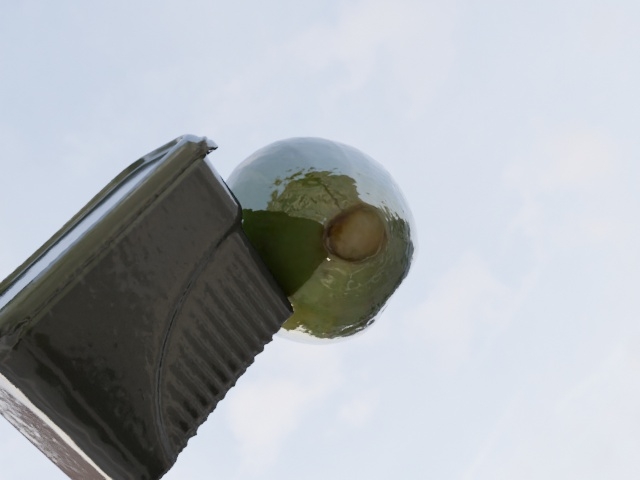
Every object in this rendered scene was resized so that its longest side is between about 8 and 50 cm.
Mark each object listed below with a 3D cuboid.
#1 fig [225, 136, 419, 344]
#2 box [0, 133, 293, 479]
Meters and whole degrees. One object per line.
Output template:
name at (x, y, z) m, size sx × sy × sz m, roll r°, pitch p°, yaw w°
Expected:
fig at (-0.003, 0.008, 0.938) m, size 0.207 × 0.230 × 0.207 m, roll -8°, pitch -61°, yaw -14°
box at (-0.149, 0.060, 0.788) m, size 0.178 × 0.138 × 0.274 m, roll 53°, pitch -127°, yaw -17°
